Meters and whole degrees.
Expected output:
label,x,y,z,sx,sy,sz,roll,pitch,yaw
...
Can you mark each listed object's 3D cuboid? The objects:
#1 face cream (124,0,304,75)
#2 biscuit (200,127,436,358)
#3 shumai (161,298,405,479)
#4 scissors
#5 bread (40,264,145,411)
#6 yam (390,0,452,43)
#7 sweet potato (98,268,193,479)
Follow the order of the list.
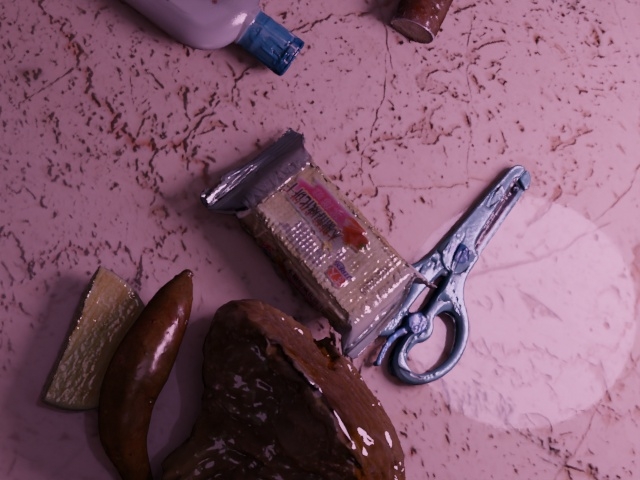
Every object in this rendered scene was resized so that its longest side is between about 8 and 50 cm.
label,x,y,z,sx,sy,sz,roll,pitch,yaw
face cream,-0.172,-0.353,1.733,0.336,0.080,0.163,37,71,-8
biscuit,-0.004,0.002,1.709,0.186,0.079,0.309,-39,86,-26
shumai,-0.069,0.272,1.629,0.346,0.217,0.283,44,101,7
scissors,0.197,0.035,1.807,0.180,0.032,0.393,43,69,-6
bread,-0.281,0.142,1.623,0.112,0.036,0.193,26,73,-21
yam,0.163,-0.368,1.856,0.079,0.079,0.141,27,73,-12
sweet potato,-0.228,0.199,1.581,0.108,0.079,0.346,16,82,-43
